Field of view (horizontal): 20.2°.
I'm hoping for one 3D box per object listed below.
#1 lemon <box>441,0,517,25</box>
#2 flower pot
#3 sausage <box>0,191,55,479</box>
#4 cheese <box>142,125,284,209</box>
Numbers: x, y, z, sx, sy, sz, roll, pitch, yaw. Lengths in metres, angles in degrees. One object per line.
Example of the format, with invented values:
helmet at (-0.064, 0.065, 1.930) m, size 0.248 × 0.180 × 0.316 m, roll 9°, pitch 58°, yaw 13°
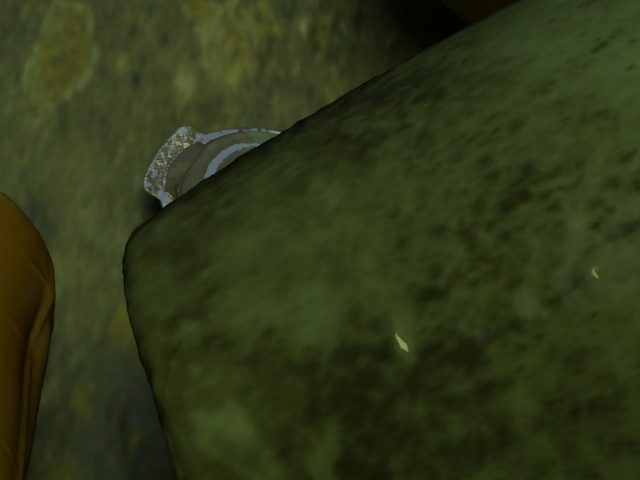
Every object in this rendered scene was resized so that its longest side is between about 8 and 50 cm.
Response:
lemon at (0.161, -0.227, 0.957) m, size 0.297 × 0.297 × 0.297 m, roll 6°, pitch 57°, yaw -9°
flower pot at (0.108, 0.042, 0.747) m, size 0.330 × 0.293 × 0.294 m, roll -23°, pitch 63°, yaw 3°
sausage at (-0.168, 0.091, 0.721) m, size 0.112 × 0.112 × 0.328 m, roll 6°, pitch 34°, yaw -9°
cheese at (0.000, 0.000, 0.913) m, size 0.191 × 0.042 × 0.105 m, roll 28°, pitch 58°, yaw 3°
